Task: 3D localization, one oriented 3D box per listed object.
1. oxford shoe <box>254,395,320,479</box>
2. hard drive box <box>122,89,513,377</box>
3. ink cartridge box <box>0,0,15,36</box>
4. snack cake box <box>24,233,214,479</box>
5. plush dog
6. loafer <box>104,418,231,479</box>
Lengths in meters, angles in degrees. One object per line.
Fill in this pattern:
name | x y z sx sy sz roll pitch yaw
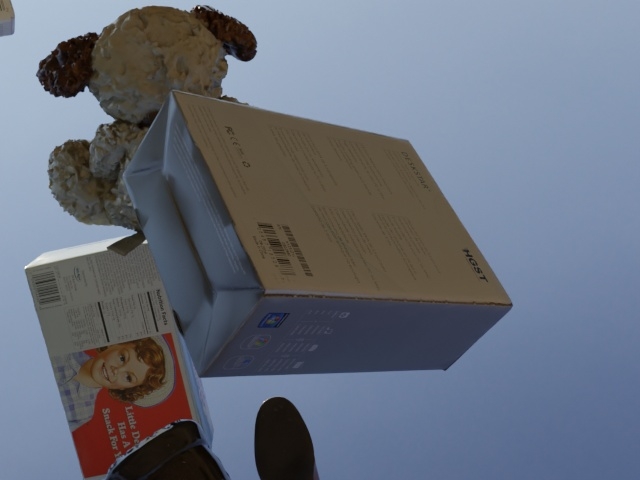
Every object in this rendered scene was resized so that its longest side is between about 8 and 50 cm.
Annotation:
oxford shoe | -0.038 0.295 1.121 0.076 0.212 0.076 -13 -171 1
hard drive box | 0.000 0.000 0.631 0.232 0.089 0.181 6 -135 -40
ink cartridge box | -0.626 -0.405 1.263 0.296 0.066 0.261 -15 -96 -22
snack cake box | -0.227 0.132 1.016 0.152 0.264 0.089 -12 -169 -1
plush dog | -0.163 -0.129 0.905 0.262 0.225 0.210 -17 -156 -15
loafer | -0.080 0.188 0.526 0.080 0.220 0.078 -32 -117 -19
